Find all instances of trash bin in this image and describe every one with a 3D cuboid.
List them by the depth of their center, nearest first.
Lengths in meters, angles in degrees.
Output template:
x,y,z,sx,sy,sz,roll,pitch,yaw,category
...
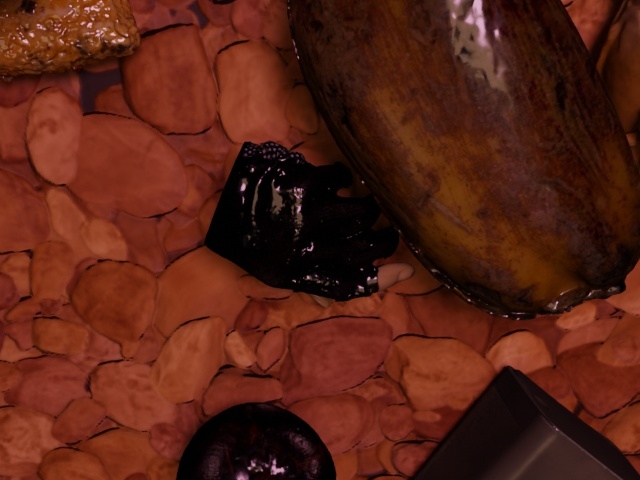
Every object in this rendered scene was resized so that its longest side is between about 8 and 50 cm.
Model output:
x,y,z,sx,sy,sz,roll,pitch,yaw,category
0.172,0.269,0.668,0.164,0.122,0.240,39,100,-13,trash bin

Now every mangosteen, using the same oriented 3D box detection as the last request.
x,y,z,sx,sy,sz,roll,pitch,yaw,category
-0.061,0.225,0.632,0.152,0.152,0.152,-1,104,-5,mangosteen

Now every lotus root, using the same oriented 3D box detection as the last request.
x,y,z,sx,sy,sz,roll,pitch,yaw,category
0.108,-0.104,0.532,0.196,0.179,0.397,-29,106,12,lotus root

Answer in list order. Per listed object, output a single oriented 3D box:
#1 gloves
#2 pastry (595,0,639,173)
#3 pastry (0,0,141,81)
x,y,z,sx,sy,sz,roll,pitch,yaw,category
0.001,-0.001,0.588,0.180,0.106,0.129,22,99,-6,gloves
0.366,-0.159,0.557,0.255,0.162,0.311,8,102,-5,pastry
-0.218,-0.170,0.551,0.140,0.056,0.080,-16,94,1,pastry
